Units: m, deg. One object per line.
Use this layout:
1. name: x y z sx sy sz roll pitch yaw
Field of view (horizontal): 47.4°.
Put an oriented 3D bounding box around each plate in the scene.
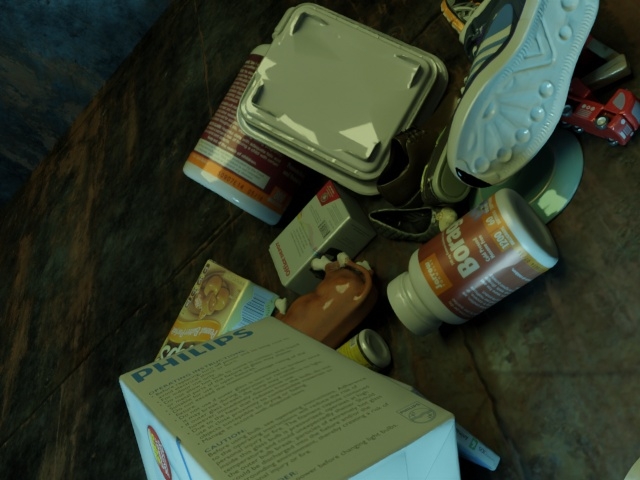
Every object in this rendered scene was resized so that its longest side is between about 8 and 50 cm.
1. plate: 0.289 -0.091 1.058 0.188 0.024 0.188 -31 44 34

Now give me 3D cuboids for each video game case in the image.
1. video game case: 0.094 0.209 0.920 0.212 0.193 0.023 9 63 54

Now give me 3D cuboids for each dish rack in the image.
1. dish rack: 0.030 -0.267 1.300 0.332 0.072 0.286 28 87 15

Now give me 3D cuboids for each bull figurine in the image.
1. bull figurine: -0.027 0.142 1.179 0.310 0.101 0.188 -40 22 18

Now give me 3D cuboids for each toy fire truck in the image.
1. toy fire truck: 0.384 -0.218 1.016 0.135 0.047 0.192 -53 37 2

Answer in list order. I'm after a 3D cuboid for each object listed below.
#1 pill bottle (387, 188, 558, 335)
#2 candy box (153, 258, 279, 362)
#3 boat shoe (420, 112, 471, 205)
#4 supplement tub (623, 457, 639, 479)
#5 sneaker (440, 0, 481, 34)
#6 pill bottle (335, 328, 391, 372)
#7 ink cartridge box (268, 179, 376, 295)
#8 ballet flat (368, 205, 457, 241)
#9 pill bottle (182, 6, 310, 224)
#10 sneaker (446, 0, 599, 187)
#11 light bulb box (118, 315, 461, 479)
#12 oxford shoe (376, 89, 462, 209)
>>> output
1. pill bottle: 0.199 0.037 0.986 0.216 0.121 0.121 -39 39 26
2. candy box: -0.222 0.210 1.409 0.183 0.087 0.317 19 80 55
3. boat shoe: 0.221 -0.153 1.136 0.228 0.081 0.068 -60 15 -20
4. supplement tub: 0.358 0.263 0.593 0.199 0.144 0.144 21 81 55
5. sneaker: 0.278 -0.364 1.238 0.083 0.084 0.215 -43 47 18
6. pill bottle: 0.045 0.191 1.110 0.116 0.065 0.065 -40 39 26
7. ink cartridge box: 0.000 0.000 1.305 0.175 0.072 0.127 -47 36 17
8. ballet flat: 0.146 -0.029 1.166 0.173 0.049 0.058 -5 61 50
9. pill bottle: -0.086 -0.249 1.471 0.392 0.224 0.224 -59 34 0
10. sneaker: 0.258 -0.236 1.061 0.323 0.130 0.236 -64 14 6
11. light bulb box: -0.032 0.322 0.821 0.361 0.225 0.358 18 121 55
12. oxford shoe: 0.171 -0.160 1.196 0.227 0.096 0.083 -58 33 -2
